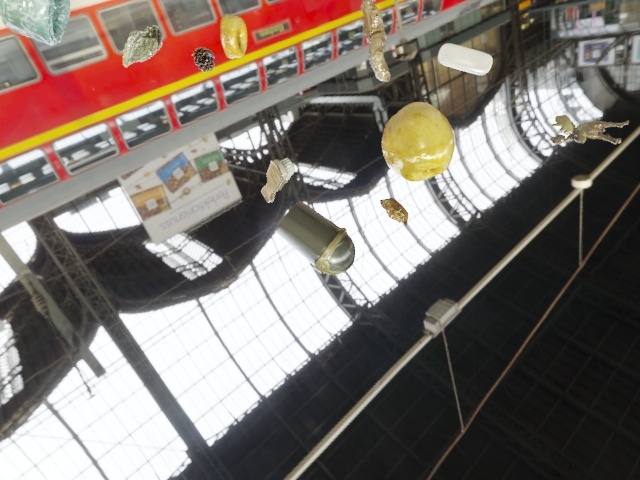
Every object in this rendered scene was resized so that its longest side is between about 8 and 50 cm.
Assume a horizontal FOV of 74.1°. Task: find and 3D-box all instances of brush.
[{"bbox_3d":[-0.138,-0.190,1.363,0.065,0.070,0.327,-32,179,-19],"label":"brush"}]

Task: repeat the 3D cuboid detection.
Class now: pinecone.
[{"bbox_3d":[-0.404,-0.627,1.473,0.077,0.083,0.077,-9,174,-1],"label":"pinecone"}]

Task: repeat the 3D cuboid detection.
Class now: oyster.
[{"bbox_3d":[-0.661,-0.718,1.562,0.177,0.125,0.064,-39,-116,-19],"label":"oyster"}]

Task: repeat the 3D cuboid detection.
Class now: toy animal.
[{"bbox_3d":[0.837,-0.341,1.335,0.186,0.094,0.214,24,-152,39],"label":"toy animal"}]

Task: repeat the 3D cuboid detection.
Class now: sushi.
[{"bbox_3d":[0.238,-0.092,1.361,0.060,0.061,0.118,-38,-118,-26],"label":"sushi"}]

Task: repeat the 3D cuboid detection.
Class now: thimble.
[{"bbox_3d":[-0.861,-0.729,1.284,0.143,0.235,0.198,16,-142,-21],"label":"thimble"}]

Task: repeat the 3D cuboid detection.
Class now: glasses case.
[{"bbox_3d":[0.532,-0.669,1.565,0.197,0.076,0.049,19,-164,8],"label":"glasses case"}]

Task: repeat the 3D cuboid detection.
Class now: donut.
[{"bbox_3d":[-0.319,-0.759,1.579,0.058,0.152,0.152,8,-144,14],"label":"donut"}]

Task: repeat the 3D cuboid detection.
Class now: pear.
[{"bbox_3d":[0.402,-0.404,1.764,0.314,0.314,0.314,-14,-151,8],"label":"pear"}]

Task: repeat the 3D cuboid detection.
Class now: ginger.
[{"bbox_3d":[0.194,-0.717,1.527,0.084,0.290,0.122,-16,-172,-17],"label":"ginger"}]

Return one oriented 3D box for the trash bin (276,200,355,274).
[{"bbox_3d":[0.000,0.000,1.753,0.334,0.214,0.214,40,-129,6],"label":"trash bin"}]
